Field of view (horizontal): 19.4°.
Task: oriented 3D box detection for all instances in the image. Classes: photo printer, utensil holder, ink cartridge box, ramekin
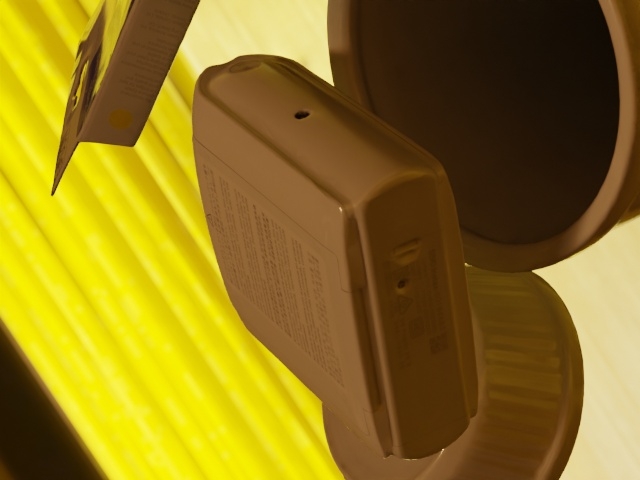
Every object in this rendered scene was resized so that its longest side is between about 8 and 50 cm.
[{"bbox_3d":[0.000,0.000,1.496,0.107,0.256,0.307,-23,-148,-20],"label":"photo printer"},{"bbox_3d":[0.255,-0.183,1.554,0.385,0.327,0.327,-20,176,-37],"label":"utensil holder"},{"bbox_3d":[-0.167,-0.232,1.813,0.303,0.072,0.307,-91,-157,-54],"label":"ink cartridge box"},{"bbox_3d":[0.114,0.144,1.788,0.127,0.272,0.273,14,151,-36],"label":"ramekin"}]
